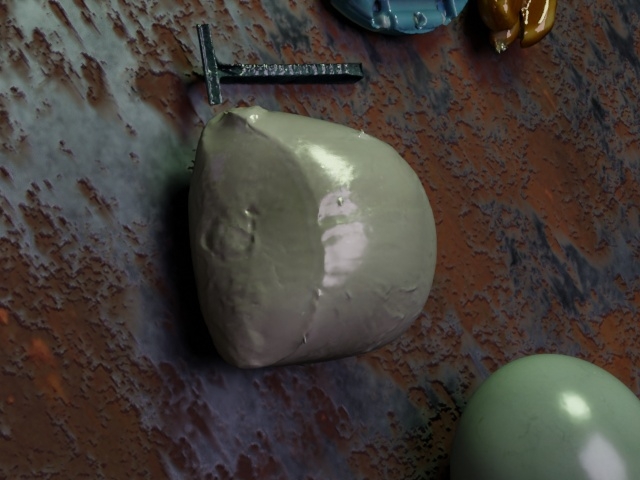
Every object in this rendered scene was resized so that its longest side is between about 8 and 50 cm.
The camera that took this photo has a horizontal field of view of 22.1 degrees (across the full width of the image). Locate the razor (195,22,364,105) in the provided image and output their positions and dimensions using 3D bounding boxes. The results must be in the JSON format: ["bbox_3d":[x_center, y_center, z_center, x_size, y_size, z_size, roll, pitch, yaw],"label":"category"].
[{"bbox_3d":[-0.034,-0.140,1.341,0.190,0.033,0.066,-5,83,-47],"label":"razor"}]

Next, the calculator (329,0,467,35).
[{"bbox_3d":[0.049,-0.321,1.437,0.173,0.051,0.293,-10,86,-40],"label":"calculator"}]

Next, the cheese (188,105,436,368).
[{"bbox_3d":[0.000,0.000,1.254,0.189,0.154,0.198,7,75,-45],"label":"cheese"}]

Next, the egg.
[{"bbox_3d":[0.206,0.221,1.358,0.183,0.183,0.264,-31,107,-41],"label":"egg"}]

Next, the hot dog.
[{"bbox_3d":[0.189,-0.272,1.539,0.092,0.062,0.236,35,57,-30],"label":"hot dog"}]
